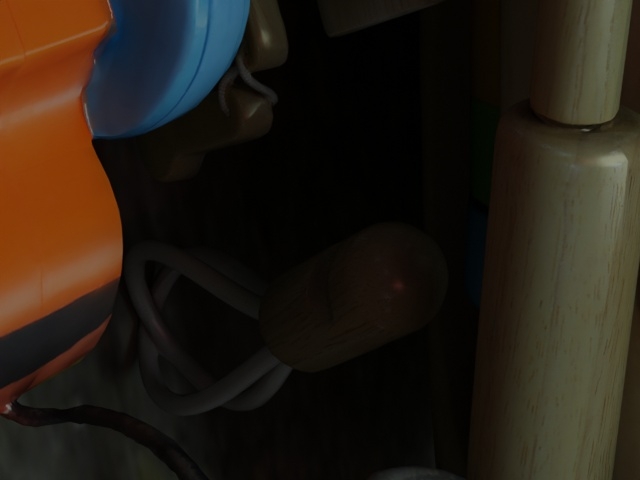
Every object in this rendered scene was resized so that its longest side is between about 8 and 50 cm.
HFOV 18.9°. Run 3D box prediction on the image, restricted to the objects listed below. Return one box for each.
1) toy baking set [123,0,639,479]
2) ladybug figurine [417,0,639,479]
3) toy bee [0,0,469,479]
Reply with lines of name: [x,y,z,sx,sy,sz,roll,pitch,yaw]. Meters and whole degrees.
toy baking set: [0.004,0.001,0.445,0.030,0.197,0.256,-13,116,-29]
ladybug figurine: [0.114,-0.053,0.514,0.305,0.161,0.449,-99,-172,-72]
toy bee: [-0.099,-0.019,0.372,0.195,0.162,0.298,3,69,-47]
